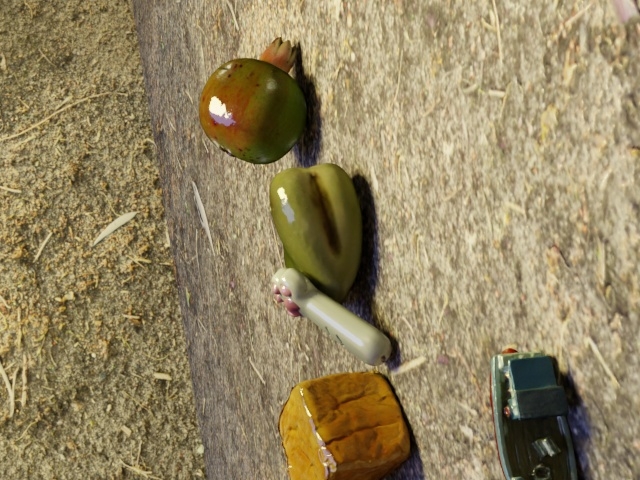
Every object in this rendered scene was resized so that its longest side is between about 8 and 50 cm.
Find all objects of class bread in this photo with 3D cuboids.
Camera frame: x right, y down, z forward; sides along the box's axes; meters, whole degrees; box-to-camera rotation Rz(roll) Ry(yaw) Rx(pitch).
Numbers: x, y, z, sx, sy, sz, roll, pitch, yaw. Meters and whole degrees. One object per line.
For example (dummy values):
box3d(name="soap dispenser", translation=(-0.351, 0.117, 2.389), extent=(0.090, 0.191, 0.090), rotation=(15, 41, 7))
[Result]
box3d(name="bread", translation=(0.029, 0.271, 1.246), extent=(0.158, 0.149, 0.143), rotation=(109, 146, -51))

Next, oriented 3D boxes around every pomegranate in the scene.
box3d(name="pomegranate", translation=(-0.094, -0.225, 1.458), extent=(0.209, 0.180, 0.180), rotation=(-61, 16, -9))

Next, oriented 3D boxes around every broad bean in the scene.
box3d(name="broad bean", translation=(0.000, 0.000, 1.328), extent=(0.263, 0.121, 0.189), rotation=(85, 163, -60))

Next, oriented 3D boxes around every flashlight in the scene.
box3d(name="flashlight", translation=(0.012, 0.107, 1.259), extent=(0.200, 0.047, 0.093), rotation=(34, 159, 25))

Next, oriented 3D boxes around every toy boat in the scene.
box3d(name="toy boat", translation=(0.196, 0.180, 0.837), extent=(0.059, 0.069, 0.173), rotation=(117, 148, -72))
